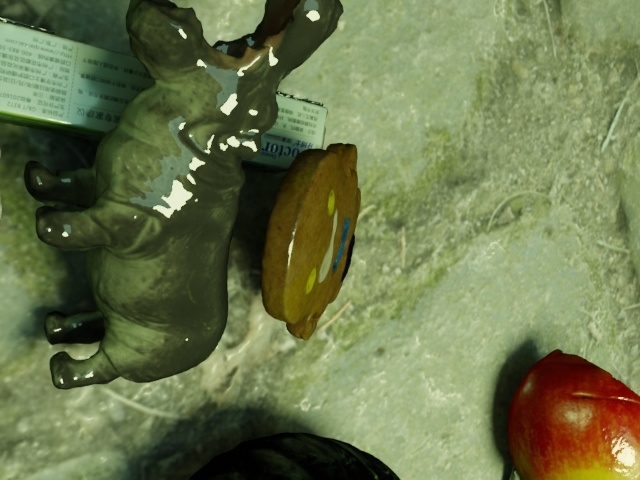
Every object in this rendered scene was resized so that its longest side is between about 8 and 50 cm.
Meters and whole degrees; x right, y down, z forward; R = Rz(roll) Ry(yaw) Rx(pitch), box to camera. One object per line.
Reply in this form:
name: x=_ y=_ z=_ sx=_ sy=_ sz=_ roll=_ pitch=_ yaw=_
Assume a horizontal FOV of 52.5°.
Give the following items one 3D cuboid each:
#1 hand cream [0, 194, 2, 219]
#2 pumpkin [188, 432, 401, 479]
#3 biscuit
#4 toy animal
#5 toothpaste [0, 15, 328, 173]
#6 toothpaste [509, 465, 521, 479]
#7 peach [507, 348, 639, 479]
hand cream: x=-0.250 y=-0.023 z=0.426 sx=0.084 sy=0.050 sz=0.257 roll=3 pitch=122 yaw=-32
pumpkin: x=-0.002 y=0.313 z=0.538 sx=0.295 sy=0.295 sz=0.296 roll=-4 pitch=97 yaw=-31
biscuit: x=0.000 y=0.000 z=0.558 sx=0.236 sy=0.039 sz=0.180 roll=7 pitch=97 yaw=-76
toy animal: x=-0.111 y=-0.036 z=0.456 sx=0.168 sy=0.106 sz=0.343 roll=7 pitch=120 yaw=-33
toothpaste: x=-0.156 y=-0.109 z=0.511 sx=0.336 sy=0.081 sz=0.067 roll=8 pitch=92 yaw=-32
toothpaste: x=0.251 y=0.384 z=0.843 sx=0.057 sy=0.034 sz=0.197 roll=10 pitch=89 yaw=-48
peach: x=0.326 y=0.233 z=0.789 sx=0.190 sy=0.190 sz=0.193 roll=9 pitch=82 yaw=-32
